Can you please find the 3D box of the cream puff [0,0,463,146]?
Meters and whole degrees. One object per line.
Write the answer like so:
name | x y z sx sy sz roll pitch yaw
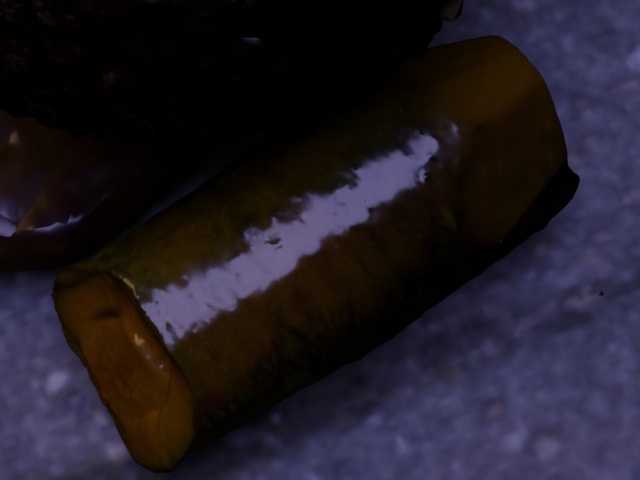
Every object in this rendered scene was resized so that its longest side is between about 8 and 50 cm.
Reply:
cream puff | -0.045 -0.142 0.565 0.239 0.165 0.239 0 74 -2

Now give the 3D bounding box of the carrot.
carrot | 0.000 0.000 0.606 0.173 0.082 0.082 -34 73 -13

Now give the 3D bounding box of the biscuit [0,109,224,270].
biscuit | -0.153 -0.146 0.678 0.359 0.046 0.359 -1 71 2
